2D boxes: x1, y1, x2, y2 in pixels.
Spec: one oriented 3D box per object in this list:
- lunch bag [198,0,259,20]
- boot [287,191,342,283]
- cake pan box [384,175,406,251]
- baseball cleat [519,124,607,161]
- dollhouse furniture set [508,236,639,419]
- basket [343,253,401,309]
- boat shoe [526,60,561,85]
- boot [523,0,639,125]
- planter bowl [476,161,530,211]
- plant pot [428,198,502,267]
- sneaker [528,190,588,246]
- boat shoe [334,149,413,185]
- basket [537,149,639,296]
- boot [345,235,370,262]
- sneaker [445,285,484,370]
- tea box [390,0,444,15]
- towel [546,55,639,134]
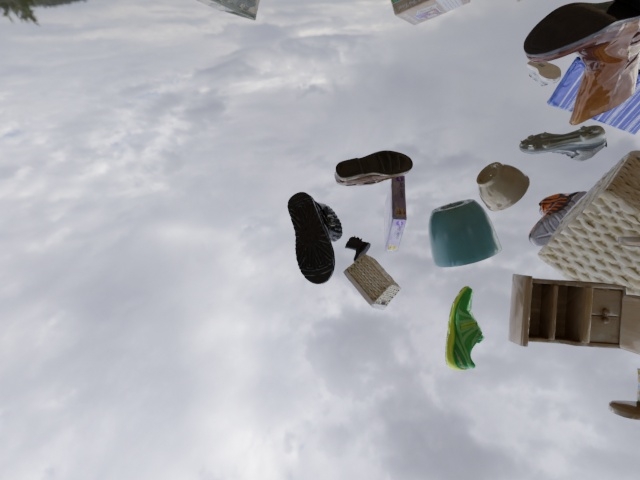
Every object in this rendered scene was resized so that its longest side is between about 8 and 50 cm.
[{"bbox_3d":[-0.261,-0.675,0.961,0.169,0.235,0.287,30,-158,27],"label":"lunch bag"},{"bbox_3d":[0.004,-0.002,1.559,0.131,0.260,0.347,-15,-104,16],"label":"boot"},{"bbox_3d":[0.328,-0.123,1.877,0.070,0.245,0.266,5,-127,0],"label":"cake pan box"},{"bbox_3d":[0.662,-0.251,1.155,0.206,0.109,0.072,0,-124,43],"label":"baseball cleat"},{"bbox_3d":[0.616,0.172,0.875,0.257,0.361,0.394,4,179,-4],"label":"dollhouse furniture set"},{"bbox_3d":[0.178,0.138,1.424,0.103,0.113,0.167,-46,-121,12],"label":"basket"},{"bbox_3d":[0.768,-0.569,1.455,0.066,0.063,0.184,-22,-143,5],"label":"boat shoe"},{"bbox_3d":[0.521,-0.342,0.835,0.264,0.280,0.096,-32,-123,2],"label":"boot"},{"bbox_3d":[0.596,-0.194,1.413,0.162,0.109,0.162,-43,-158,22],"label":"planter bowl"},{"bbox_3d":[0.600,-0.043,1.821,0.293,0.235,0.293,-18,-173,2],"label":"plant pot"},{"bbox_3d":[0.971,-0.088,1.778,0.321,0.124,0.180,-35,-168,-7],"label":"sneaker"},{"bbox_3d":[0.207,-0.280,1.677,0.308,0.104,0.110,-5,-111,-2],"label":"boat shoe"},{"bbox_3d":[0.872,-0.009,1.189,0.266,0.328,0.331,-32,-114,-34],"label":"basket"},{"bbox_3d":[0.149,0.038,1.817,0.099,0.045,0.121,22,-115,35],"label":"boot"},{"bbox_3d":[0.509,0.308,1.475,0.124,0.109,0.295,8,-106,15],"label":"sneaker"},{"bbox_3d":[0.337,-0.919,1.376,0.220,0.323,0.329,-10,-164,27],"label":"tea box"},{"bbox_3d":[1.015,-0.511,1.486,0.336,0.243,0.040,25,-114,11],"label":"towel"}]
